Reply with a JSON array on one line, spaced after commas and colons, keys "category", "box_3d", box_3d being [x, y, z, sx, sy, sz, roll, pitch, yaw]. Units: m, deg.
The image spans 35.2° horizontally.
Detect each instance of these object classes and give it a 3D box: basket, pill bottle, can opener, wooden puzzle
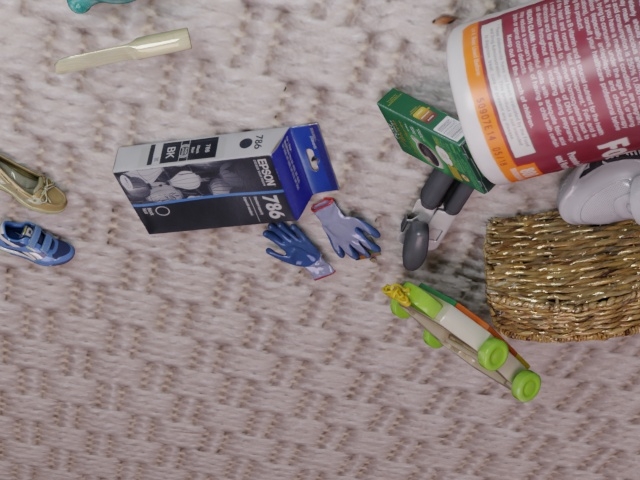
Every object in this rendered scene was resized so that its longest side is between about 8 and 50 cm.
[{"category": "basket", "box_3d": [0.432, 0.090, 1.672, 0.299, 0.213, 0.223, -6, 140, 14]}, {"category": "pill bottle", "box_3d": [0.379, -0.221, 1.273, 0.392, 0.224, 0.224, -14, 138, 23]}, {"category": "can opener", "box_3d": [0.198, -0.054, 1.607, 0.076, 0.095, 0.283, 12, 141, -11]}, {"category": "wooden puzzle", "box_3d": [0.075, 0.014, 1.777, 0.049, 0.006, 0.083, -13, 138, 21]}]

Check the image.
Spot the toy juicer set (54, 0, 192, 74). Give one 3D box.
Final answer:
[{"category": "toy juicer set", "box_3d": [-0.225, -0.354, 1.286, 0.209, 0.089, 0.329, 2, 135, -18]}]

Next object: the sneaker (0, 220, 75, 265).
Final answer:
[{"category": "sneaker", "box_3d": [-0.506, 0.003, 1.786, 0.144, 0.053, 0.059, 14, 139, -13]}]

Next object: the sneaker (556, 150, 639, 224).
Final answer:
[{"category": "sneaker", "box_3d": [0.530, -0.051, 1.485, 0.366, 0.210, 0.137, -17, 137, 25]}]

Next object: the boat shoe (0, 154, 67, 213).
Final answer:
[{"category": "boat shoe", "box_3d": [-0.483, -0.095, 1.658, 0.153, 0.056, 0.048, 32, 139, -21]}]

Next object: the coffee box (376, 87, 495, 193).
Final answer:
[{"category": "coffee box", "box_3d": [0.168, -0.145, 1.447, 0.040, 0.184, 0.113, -46, 133, -9]}]

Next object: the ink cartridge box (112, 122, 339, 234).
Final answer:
[{"category": "ink cartridge box", "box_3d": [-0.147, -0.095, 1.618, 0.333, 0.065, 0.165, -7, 140, 13]}]

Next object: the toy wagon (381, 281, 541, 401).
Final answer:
[{"category": "toy wagon", "box_3d": [0.236, 0.158, 1.781, 0.344, 0.068, 0.267, 43, 171, -38]}]

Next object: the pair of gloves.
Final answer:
[{"category": "pair of gloves", "box_3d": [0.000, 0.000, 1.748, 0.198, 0.023, 0.159, -23, 128, 30]}]
